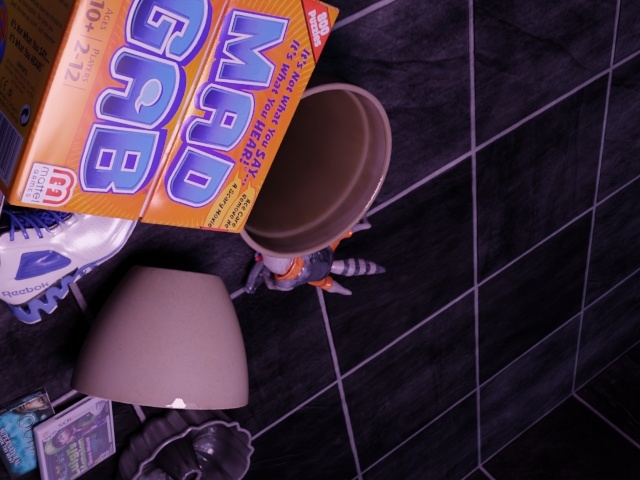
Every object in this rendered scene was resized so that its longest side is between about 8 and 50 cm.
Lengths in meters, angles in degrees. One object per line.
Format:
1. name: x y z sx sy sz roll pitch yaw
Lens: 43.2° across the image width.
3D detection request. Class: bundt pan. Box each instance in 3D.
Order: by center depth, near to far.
1. bundt pan: -0.324 0.507 1.861 0.331 0.124 0.330 -22 133 -26

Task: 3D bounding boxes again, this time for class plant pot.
1. plant pot: -0.084 -0.176 1.421 0.323 0.280 0.323 -24 134 -27

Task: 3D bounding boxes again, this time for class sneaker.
1. sneaker: -0.456 -0.012 1.338 0.315 0.127 0.182 -47 142 1

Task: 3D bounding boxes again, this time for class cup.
1. cup: -0.284 0.172 1.527 0.331 0.331 0.236 11 85 -46

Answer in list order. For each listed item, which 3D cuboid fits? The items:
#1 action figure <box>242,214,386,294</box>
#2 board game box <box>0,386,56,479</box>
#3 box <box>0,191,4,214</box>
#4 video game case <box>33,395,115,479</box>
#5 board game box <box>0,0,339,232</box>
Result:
1. action figure: 0.000 0.000 1.721 0.330 0.178 0.341 -3 125 -52
2. board game box: -0.584 0.385 1.610 0.126 0.026 0.186 -26 135 -24
3. box: -0.642 -0.079 0.976 0.395 0.318 0.097 16 84 -46
4. video game case: -0.504 0.416 1.674 0.173 0.022 0.190 -29 137 -42
5. board game box: -0.269 -0.264 1.129 0.356 0.356 0.356 7 116 -44
